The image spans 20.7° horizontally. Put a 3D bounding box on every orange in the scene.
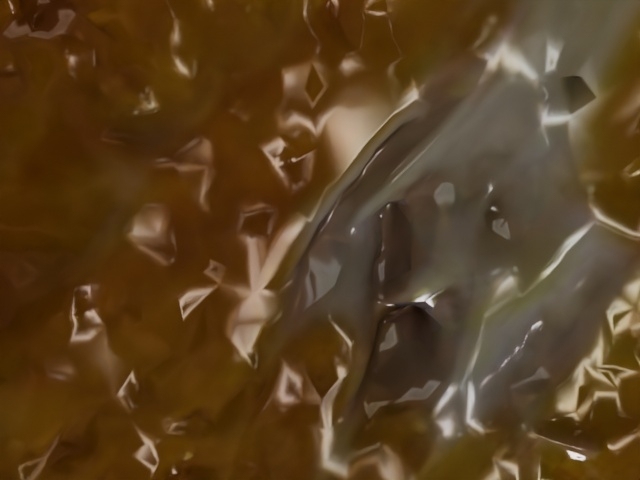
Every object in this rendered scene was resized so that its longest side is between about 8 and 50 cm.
[{"bbox_3d":[0.000,-0.004,0.381,0.274,0.310,0.274,-12,-108,43],"label":"orange"}]
